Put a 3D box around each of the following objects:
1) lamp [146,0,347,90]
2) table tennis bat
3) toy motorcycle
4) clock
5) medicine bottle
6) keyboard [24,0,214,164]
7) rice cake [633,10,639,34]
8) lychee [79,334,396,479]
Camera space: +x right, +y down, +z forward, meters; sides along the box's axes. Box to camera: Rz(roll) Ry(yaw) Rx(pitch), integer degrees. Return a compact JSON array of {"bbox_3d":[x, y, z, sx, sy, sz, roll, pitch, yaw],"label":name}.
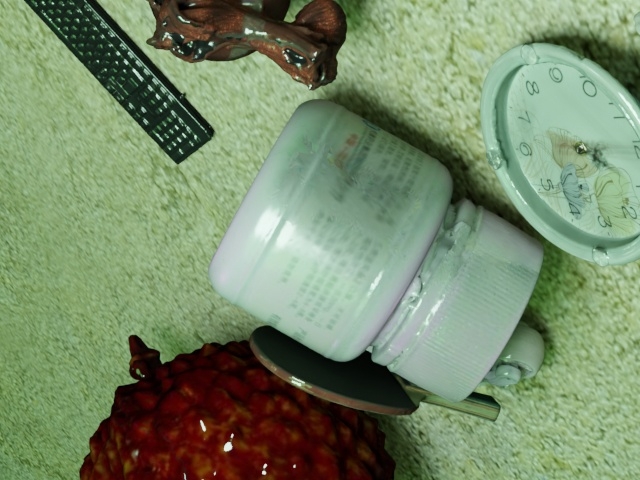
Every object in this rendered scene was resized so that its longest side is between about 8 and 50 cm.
[{"bbox_3d":[-0.087,-0.238,1.289,0.215,0.223,0.151,5,147,-10],"label":"lamp"},{"bbox_3d":[0.062,0.150,1.397,0.301,0.173,0.022,17,105,-22],"label":"table tennis bat"},{"bbox_3d":[0.159,0.142,1.530,0.254,0.112,0.112,-7,122,40],"label":"toy motorcycle"},{"bbox_3d":[0.251,-0.089,1.230,0.236,0.053,0.236,38,146,33],"label":"clock"},{"bbox_3d":[0.060,0.016,1.359,0.302,0.241,0.241,30,141,-2],"label":"medicine bottle"},{"bbox_3d":[-0.254,-0.224,1.548,0.310,0.018,0.101,48,141,-11],"label":"keyboard"},{"bbox_3d":[0.360,-0.236,1.036,0.057,0.052,0.256,41,141,-7],"label":"rice cake"},{"bbox_3d":[-0.119,0.318,1.661,0.500,0.424,0.425,47,146,27],"label":"lychee"}]
